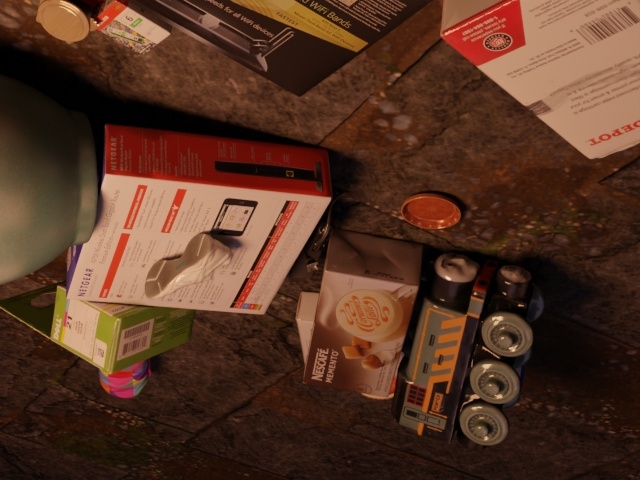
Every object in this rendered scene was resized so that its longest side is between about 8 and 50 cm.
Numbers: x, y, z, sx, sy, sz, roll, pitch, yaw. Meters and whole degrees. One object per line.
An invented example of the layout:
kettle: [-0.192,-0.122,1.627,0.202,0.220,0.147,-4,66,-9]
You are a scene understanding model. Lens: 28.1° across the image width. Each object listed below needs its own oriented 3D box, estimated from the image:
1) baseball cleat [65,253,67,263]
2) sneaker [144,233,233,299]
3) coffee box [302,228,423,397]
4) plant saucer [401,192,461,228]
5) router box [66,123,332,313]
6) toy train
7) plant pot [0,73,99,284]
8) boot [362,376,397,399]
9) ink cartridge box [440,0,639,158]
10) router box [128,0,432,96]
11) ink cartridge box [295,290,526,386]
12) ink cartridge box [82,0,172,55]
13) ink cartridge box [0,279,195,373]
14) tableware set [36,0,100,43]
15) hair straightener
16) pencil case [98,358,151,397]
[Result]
baseball cleat: [-0.335,-0.028,1.898,0.109,0.072,0.206,36,131,-28]
sneaker: [-0.180,0.045,1.745,0.152,0.053,0.061,-30,144,34]
coffee box: [0.061,0.112,1.928,0.141,0.098,0.246,11,132,-1]
plant saucer: [0.155,-0.043,1.791,0.084,0.013,0.083,6,150,4]
router box: [-0.178,-0.018,1.773,0.301,0.082,0.335,6,148,-18]
toy train: [0.219,0.170,1.936,0.190,0.142,0.333,16,124,11]
plant pot: [-0.395,-0.078,1.636,0.196,0.293,0.293,-1,154,-22]
boot: [0.134,0.230,2.223,0.158,0.059,0.084,-9,143,12]
ink cartridge box: [0.290,-0.222,1.355,0.197,0.114,0.273,-22,137,39]
router box: [-0.068,-0.297,1.348,0.309,0.081,0.243,27,145,-28]
ink cartridge box: [0.151,0.163,2.091,0.371,0.069,0.175,6,148,9]
ink cartridge box: [-0.236,-0.265,1.495,0.115,0.029,0.063,28,144,-30]
ink cartridge box: [-0.347,0.089,1.973,0.255,0.189,0.097,25,115,27]
tableware set: [-0.317,-0.299,1.453,0.169,0.020,0.141,30,139,-16]
hair straightener: [0.000,0.000,1.831,0.047,0.089,0.230,2,150,-20]
pencil case: [-0.340,0.190,2.229,0.105,0.104,0.236,11,151,-4]
